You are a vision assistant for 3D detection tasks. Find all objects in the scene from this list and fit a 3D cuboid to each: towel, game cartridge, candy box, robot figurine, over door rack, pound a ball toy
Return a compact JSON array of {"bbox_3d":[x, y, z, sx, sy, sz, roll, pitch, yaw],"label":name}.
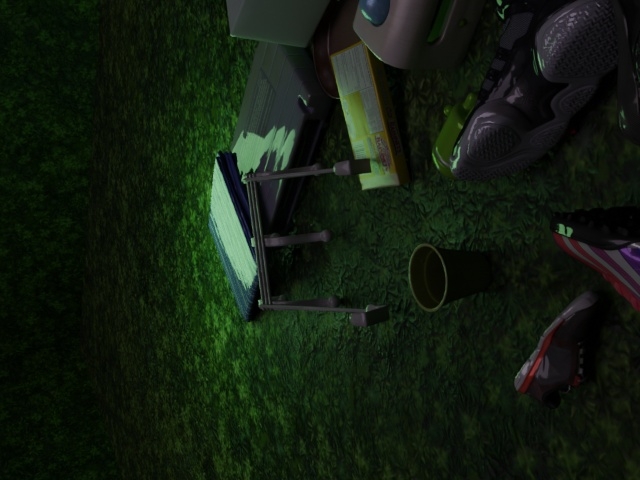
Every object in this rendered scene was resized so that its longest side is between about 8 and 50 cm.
[{"bbox_3d":[-0.158,0.000,1.677,0.336,0.040,0.243,113,139,-66],"label":"towel"},{"bbox_3d":[-0.081,-0.184,1.549,0.355,0.068,0.230,111,148,-41],"label":"game cartridge"},{"bbox_3d":[0.070,-0.176,1.240,0.105,0.027,0.206,-3,102,61],"label":"candy box"},{"bbox_3d":[0.174,-0.119,1.033,0.115,0.067,0.101,114,160,-45],"label":"robot figurine"},{"bbox_3d":[0.000,0.000,1.356,0.324,0.108,0.240,1,100,56],"label":"over door rack"},{"bbox_3d":[0.146,-0.343,0.976,0.208,0.135,0.319,59,144,41],"label":"pound a ball toy"}]

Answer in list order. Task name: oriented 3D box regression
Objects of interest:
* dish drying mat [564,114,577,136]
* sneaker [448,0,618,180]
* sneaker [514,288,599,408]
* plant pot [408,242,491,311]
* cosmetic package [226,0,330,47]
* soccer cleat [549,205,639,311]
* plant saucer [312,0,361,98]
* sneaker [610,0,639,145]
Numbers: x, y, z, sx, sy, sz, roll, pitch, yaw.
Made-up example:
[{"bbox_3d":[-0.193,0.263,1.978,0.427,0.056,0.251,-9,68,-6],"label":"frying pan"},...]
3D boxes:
[{"bbox_3d":[0.249,-0.124,0.950,0.083,0.008,0.032,-14,81,63],"label":"dish drying mat"},{"bbox_3d":[0.210,-0.187,0.914,0.269,0.101,0.153,125,141,-47],"label":"sneaker"},{"bbox_3d":[0.267,0.119,0.924,0.065,0.061,0.158,38,134,21],"label":"sneaker"},{"bbox_3d":[0.164,0.042,1.069,0.083,0.079,0.083,15,107,62],"label":"plant pot"},{"bbox_3d":[-0.058,-0.460,1.330,0.224,0.138,0.225,125,141,-52],"label":"cosmetic package"},{"bbox_3d":[0.314,0.046,0.747,0.318,0.108,0.117,26,122,57],"label":"soccer cleat"},{"bbox_3d":[0.037,-0.301,1.322,0.168,0.029,0.169,20,112,62],"label":"plant saucer"},{"bbox_3d":[0.311,-0.197,0.732,0.130,0.087,0.228,2,99,62],"label":"sneaker"}]
